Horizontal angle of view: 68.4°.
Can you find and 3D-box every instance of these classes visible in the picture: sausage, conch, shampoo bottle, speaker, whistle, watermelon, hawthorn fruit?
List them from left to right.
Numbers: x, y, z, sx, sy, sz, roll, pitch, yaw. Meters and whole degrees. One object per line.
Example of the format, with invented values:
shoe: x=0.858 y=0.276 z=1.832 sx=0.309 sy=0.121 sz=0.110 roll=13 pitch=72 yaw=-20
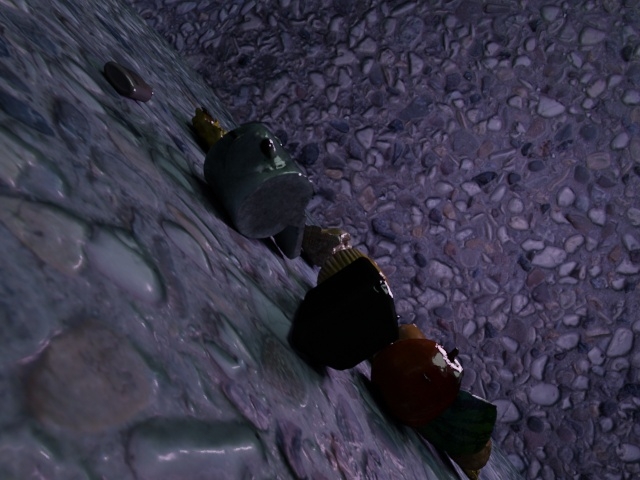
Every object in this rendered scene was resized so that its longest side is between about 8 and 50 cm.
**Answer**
shampoo bottle: x=-0.399 y=-0.332 z=1.007 sx=0.080 sy=0.040 sz=0.165 roll=49 pitch=5 yaw=-8
whistle: x=-0.109 y=-0.104 z=1.083 sx=0.168 sy=0.188 sz=0.405 roll=53 pitch=5 yaw=28
conch: x=0.000 y=0.000 z=1.537 sx=0.245 sy=0.178 sz=0.163 roll=23 pitch=54 yaw=-11
speaker: x=0.076 y=0.160 z=0.927 sx=0.184 sy=0.180 sz=0.388 roll=56 pitch=4 yaw=-2
hawthorn fruit: x=0.214 y=0.292 z=1.019 sx=0.185 sy=0.202 sz=0.185 roll=51 pitch=13 yaw=-16
sausage: x=0.315 y=0.421 z=1.347 sx=0.501 sy=0.136 sz=0.123 roll=-117 pitch=-175 yaw=-55
watermelon: x=0.302 y=0.397 z=1.100 sx=0.231 sy=0.146 sz=0.128 roll=26 pitch=47 yaw=0

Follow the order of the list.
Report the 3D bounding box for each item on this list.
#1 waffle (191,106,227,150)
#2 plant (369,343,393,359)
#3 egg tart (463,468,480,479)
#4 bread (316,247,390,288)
waffle: x=-0.242 y=-0.238 z=1.462 sx=0.382 sy=0.095 sz=0.379 roll=49 pitch=4 yaw=11
plant: x=0.133 y=0.279 z=1.248 sx=0.122 sy=0.105 sz=0.116 roll=13 pitch=-9 yaw=-36
egg tart: x=0.416 y=0.614 z=1.338 sx=0.130 sy=0.052 sz=0.130 roll=51 pitch=7 yaw=-9
bread: x=0.095 y=0.131 z=1.275 sx=0.133 sy=0.179 sz=0.250 roll=49 pitch=3 yaw=42
